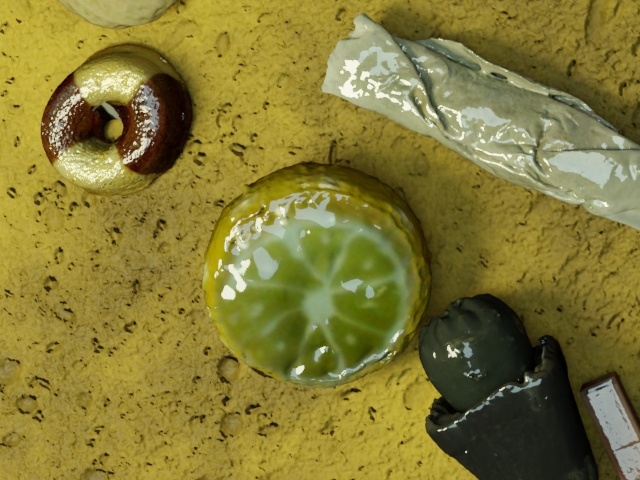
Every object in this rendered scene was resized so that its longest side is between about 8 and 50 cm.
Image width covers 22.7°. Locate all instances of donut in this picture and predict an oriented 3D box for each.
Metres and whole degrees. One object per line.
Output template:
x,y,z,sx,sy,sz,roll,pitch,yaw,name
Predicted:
-0.242,-0.136,1.845,0.184,0.073,0.166,-30,91,15,donut

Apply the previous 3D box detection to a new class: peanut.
-0.238,-0.310,1.808,0.159,0.109,0.140,-11,92,12,peanut

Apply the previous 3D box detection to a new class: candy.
-0.002,0.039,1.764,0.260,0.118,0.260,0,112,-1,candy

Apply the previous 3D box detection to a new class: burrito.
0.193,-0.135,1.744,0.392,0.076,0.117,26,99,10,burrito

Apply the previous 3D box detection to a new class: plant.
0.203,0.181,1.738,0.164,0.142,0.256,-32,91,15,plant

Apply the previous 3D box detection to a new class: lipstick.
0.337,0.220,1.760,0.045,0.045,0.145,-25,90,12,lipstick
